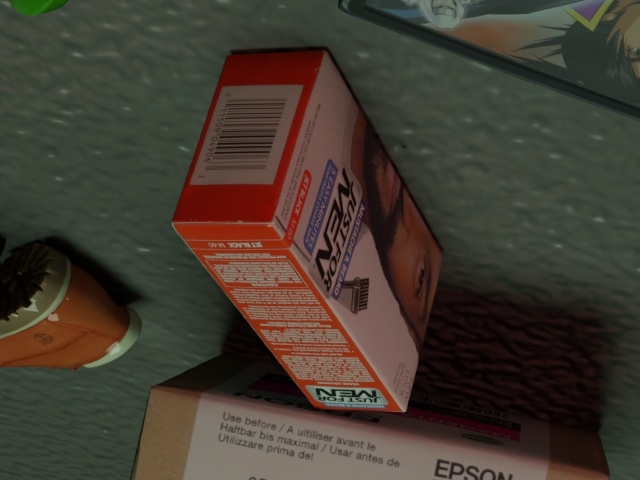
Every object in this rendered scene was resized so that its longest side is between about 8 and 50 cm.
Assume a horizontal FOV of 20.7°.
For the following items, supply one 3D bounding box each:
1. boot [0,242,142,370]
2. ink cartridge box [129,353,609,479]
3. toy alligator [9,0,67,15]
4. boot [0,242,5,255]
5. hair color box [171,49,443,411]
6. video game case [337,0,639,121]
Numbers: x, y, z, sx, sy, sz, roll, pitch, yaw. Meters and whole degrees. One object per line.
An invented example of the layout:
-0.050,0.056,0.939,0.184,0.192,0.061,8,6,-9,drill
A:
-0.174,0.056,1.021,0.084,0.059,0.158,31,147,-35,boot
0.031,0.130,0.934,0.235,0.088,0.193,11,-179,6,ink cartridge box
-0.061,-0.133,0.648,0.190,0.056,0.051,-16,98,43,toy alligator
-0.277,0.031,0.936,0.198,0.137,0.077,24,147,-16,boot
0.000,0.000,0.801,0.053,0.093,0.167,1,148,25,hair color box
0.168,-0.109,0.592,0.275,0.035,0.248,19,151,-6,video game case
